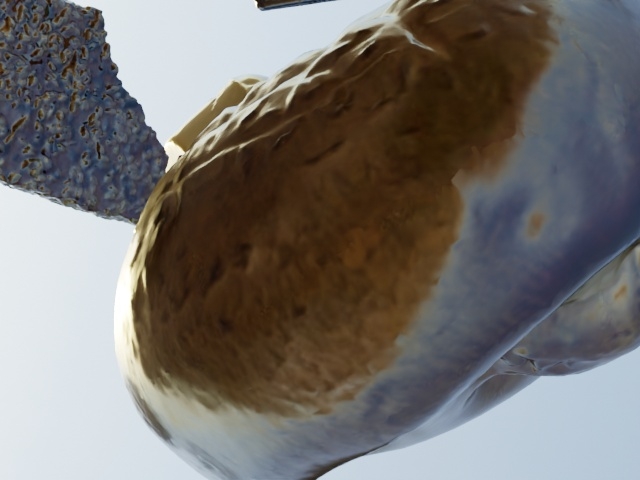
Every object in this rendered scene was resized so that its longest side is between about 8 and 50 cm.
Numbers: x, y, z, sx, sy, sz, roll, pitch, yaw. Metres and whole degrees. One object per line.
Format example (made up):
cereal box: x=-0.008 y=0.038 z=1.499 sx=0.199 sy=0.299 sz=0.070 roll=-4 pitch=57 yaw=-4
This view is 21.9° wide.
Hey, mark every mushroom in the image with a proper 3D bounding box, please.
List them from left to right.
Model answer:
mushroom: x=0.036 y=-0.002 z=0.604 sx=0.253 sy=0.253 sz=0.153 roll=-41 pitch=-104 yaw=34

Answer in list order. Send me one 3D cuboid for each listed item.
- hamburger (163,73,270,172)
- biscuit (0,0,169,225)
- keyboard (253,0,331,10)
hamburger: x=0.000 y=0.000 z=1.326 sx=0.151 sy=0.295 sz=0.227 roll=-31 pitch=179 yaw=-13
biscuit: x=-0.186 y=-0.098 z=1.045 sx=0.026 sy=0.237 sz=0.131 roll=4 pitch=-102 yaw=52
keyboard: x=0.027 y=-0.164 z=0.964 sx=0.010 sy=0.155 sz=0.053 roll=111 pitch=-39 yaw=-53
